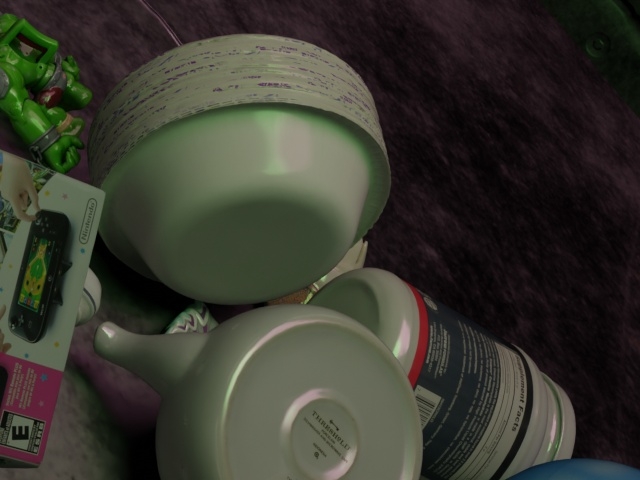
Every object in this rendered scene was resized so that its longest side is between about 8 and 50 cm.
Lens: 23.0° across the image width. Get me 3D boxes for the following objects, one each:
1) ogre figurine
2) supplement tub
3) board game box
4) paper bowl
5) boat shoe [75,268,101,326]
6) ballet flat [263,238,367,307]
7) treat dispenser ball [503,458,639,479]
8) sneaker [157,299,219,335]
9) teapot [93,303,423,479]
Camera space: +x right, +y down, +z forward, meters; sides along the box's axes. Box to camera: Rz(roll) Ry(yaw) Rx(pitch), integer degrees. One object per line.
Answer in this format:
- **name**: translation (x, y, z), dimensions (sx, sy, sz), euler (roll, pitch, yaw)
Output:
- **ogre figurine**: translation (-0.278, -0.152, 1.518), dimensions (0.118, 0.096, 0.197), euler (46, 38, -31)
- **supplement tub**: translation (0.105, 0.162, 1.579), dimensions (0.272, 0.191, 0.191), euler (31, 34, -31)
- **board game box**: translation (-0.324, 0.024, 1.134), dimensions (0.303, 0.097, 0.224), euler (22, 72, -38)
- **paper bowl**: translation (-0.073, -0.047, 1.481), dimensions (0.284, 0.284, 0.148), euler (24, 40, -39)
- **boat shoe**: translation (-0.300, 0.034, 1.284), dimensions (0.258, 0.095, 0.084), euler (20, 43, -26)
- **ballet flat**: translation (0.000, 0.000, 1.714), dimensions (0.107, 0.106, 0.316), euler (34, 33, -27)
- **treat dispenser ball**: translation (0.246, 0.347, 1.457), dimensions (0.288, 0.288, 0.288), euler (35, 32, -25)
- **sneaker**: translation (-0.116, 0.099, 1.503), dimensions (0.069, 0.038, 0.098), euler (48, 29, -2)
- **teapot**: translation (-0.045, 0.180, 1.373), dimensions (0.252, 0.187, 0.256), euler (-6, 85, -35)
